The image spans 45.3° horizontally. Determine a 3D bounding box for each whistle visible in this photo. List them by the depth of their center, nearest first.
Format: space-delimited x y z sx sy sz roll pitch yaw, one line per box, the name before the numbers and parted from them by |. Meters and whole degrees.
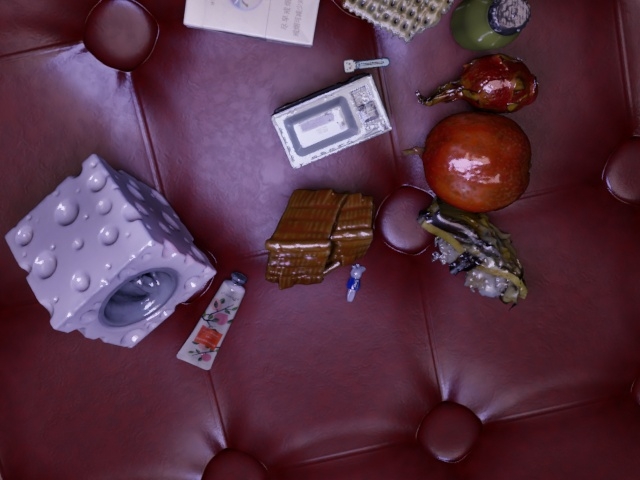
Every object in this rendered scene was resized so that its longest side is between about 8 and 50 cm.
whistle | 0.074 0.092 1.652 0.033 0.029 0.083 14 93 -21

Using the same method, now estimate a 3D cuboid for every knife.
knife | 0.095 -0.361 1.571 0.096 0.010 0.027 -7 102 -2

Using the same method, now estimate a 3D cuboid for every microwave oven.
microwave oven | 0.022 -0.242 1.517 0.208 0.162 0.122 -22 101 6

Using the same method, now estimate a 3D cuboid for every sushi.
sushi | 0.324 0.017 1.612 0.291 0.139 0.131 37 117 -8

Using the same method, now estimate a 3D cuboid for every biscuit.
biscuit | 0.156 -0.484 1.546 0.203 0.016 0.144 28 99 -7

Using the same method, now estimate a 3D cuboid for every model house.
model house | 0.000 0.000 1.533 0.200 0.229 0.219 12 102 1

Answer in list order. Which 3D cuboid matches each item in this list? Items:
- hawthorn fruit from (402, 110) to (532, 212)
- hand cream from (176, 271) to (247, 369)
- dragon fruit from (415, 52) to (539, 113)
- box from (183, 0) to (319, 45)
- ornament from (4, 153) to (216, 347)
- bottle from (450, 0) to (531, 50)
hawthorn fruit | 0.290 -0.159 1.532 0.253 0.205 0.205 6 101 3
hand cream | -0.226 0.173 1.648 0.080 0.050 0.234 26 105 -11
dragon fruit | 0.314 -0.304 1.539 0.246 0.125 0.125 -10 105 6
box | -0.130 -0.482 1.506 0.257 0.069 0.164 8 101 -5
ornament | -0.395 0.029 1.465 0.239 0.240 0.239 -42 64 5
bottle | 0.323 -0.416 1.443 0.112 0.260 0.112 -1 102 -3
